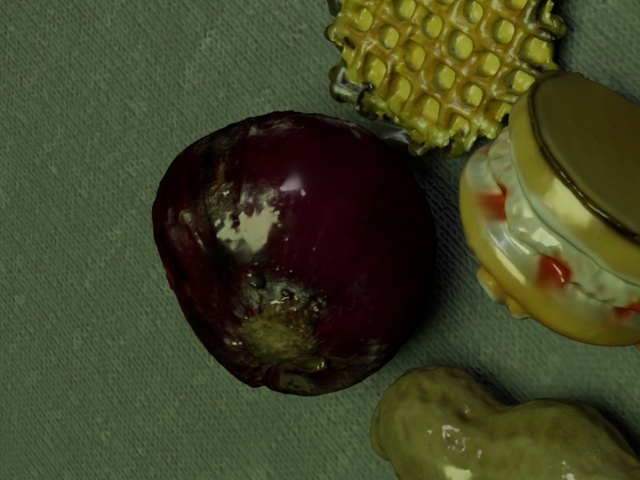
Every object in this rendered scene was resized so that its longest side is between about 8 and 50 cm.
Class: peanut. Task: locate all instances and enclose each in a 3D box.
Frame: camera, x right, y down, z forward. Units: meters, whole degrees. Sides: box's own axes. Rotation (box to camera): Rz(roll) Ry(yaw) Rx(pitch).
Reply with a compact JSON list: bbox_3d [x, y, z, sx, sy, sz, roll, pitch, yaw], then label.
[{"bbox_3d":[0.214,0.249,1.906,0.387,0.169,0.192,23,104,32],"label":"peanut"}]

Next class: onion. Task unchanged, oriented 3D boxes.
[{"bbox_3d":[0.000,0.000,1.955,0.260,0.282,0.336,-23,118,26],"label":"onion"}]

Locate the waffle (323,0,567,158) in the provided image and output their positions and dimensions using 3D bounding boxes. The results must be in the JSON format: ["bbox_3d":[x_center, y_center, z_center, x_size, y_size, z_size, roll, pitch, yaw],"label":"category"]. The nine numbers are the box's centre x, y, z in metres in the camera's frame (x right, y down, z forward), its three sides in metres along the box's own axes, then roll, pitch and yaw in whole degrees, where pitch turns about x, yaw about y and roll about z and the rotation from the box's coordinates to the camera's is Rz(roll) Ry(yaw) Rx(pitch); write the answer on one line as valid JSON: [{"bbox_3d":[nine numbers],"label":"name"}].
[{"bbox_3d":[0.129,-0.239,1.960,0.329,0.062,0.329,7,102,36],"label":"waffle"}]

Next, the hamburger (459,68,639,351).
[{"bbox_3d":[0.282,-0.009,1.784,0.303,0.261,0.186,25,125,-13],"label":"hamburger"}]
